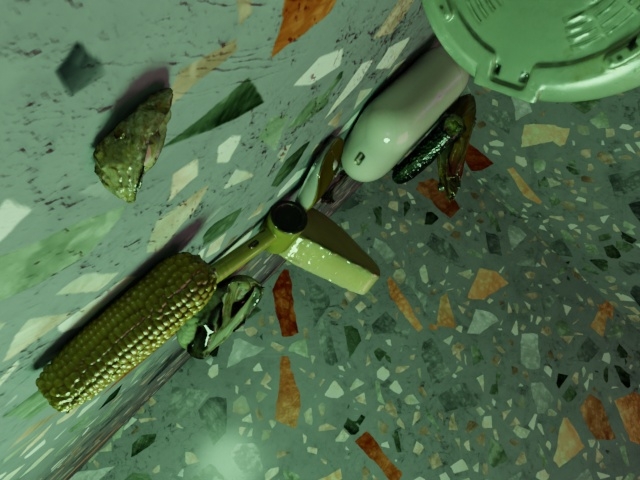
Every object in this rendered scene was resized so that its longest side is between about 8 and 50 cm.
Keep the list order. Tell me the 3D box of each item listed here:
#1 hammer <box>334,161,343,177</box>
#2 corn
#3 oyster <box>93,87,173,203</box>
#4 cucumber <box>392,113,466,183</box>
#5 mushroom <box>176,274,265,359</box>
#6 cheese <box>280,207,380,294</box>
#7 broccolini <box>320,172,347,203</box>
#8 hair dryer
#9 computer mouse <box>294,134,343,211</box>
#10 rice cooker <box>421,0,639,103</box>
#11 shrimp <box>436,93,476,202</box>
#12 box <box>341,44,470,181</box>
[{"bbox_3d":[0.076,-0.240,1.394,0.103,0.029,0.246,-46,180,6],"label":"hammer"},{"bbox_3d":[-0.255,0.117,0.590,0.260,0.091,0.091,-45,143,-21],"label":"corn"},{"bbox_3d":[-0.137,-0.071,0.316,0.081,0.038,0.083,160,-51,-72],"label":"oyster"},{"bbox_3d":[0.254,-0.209,1.069,0.067,0.067,0.245,-45,178,-43],"label":"cucumber"},{"bbox_3d":[-0.276,0.183,1.167,0.247,0.130,0.344,-64,173,21],"label":"mushroom"},{"bbox_3d":[0.001,0.000,1.447,0.104,0.384,0.384,-55,176,17],"label":"cheese"},{"bbox_3d":[0.065,-0.218,1.631,0.194,0.054,0.052,-54,-154,19],"label":"broccolini"},{"bbox_3d":[-0.158,0.019,0.992,0.279,0.090,0.135,-38,176,-34],"label":"hair dryer"},{"bbox_3d":[-0.002,-0.144,0.996,0.126,0.056,0.245,-61,-177,-25],"label":"computer mouse"},{"bbox_3d":[0.258,-0.293,0.386,0.277,0.288,0.288,-43,177,-30],"label":"rice cooker"},{"bbox_3d":[0.332,-0.229,1.056,0.154,0.062,0.294,135,-36,-69],"label":"shrimp"},{"bbox_3d":[0.205,-0.306,1.066,0.349,0.141,0.288,-46,177,-21],"label":"box"}]
